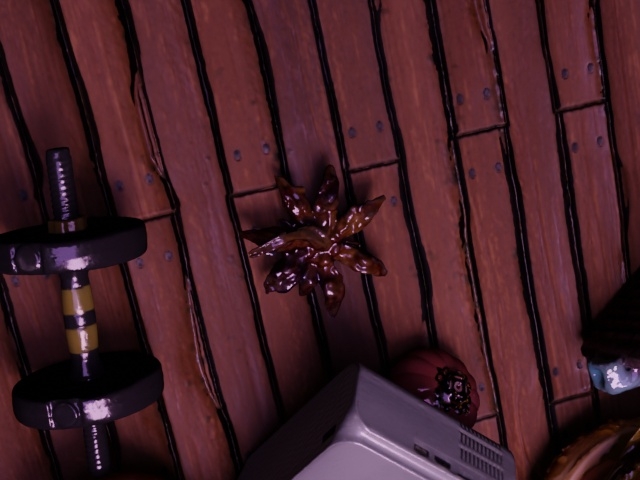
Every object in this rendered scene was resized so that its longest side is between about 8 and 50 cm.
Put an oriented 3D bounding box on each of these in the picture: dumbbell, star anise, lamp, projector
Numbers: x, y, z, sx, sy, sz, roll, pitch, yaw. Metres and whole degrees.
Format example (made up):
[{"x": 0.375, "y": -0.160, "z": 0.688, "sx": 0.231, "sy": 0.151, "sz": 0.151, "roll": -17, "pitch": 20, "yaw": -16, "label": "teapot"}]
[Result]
[{"x": -0.230, "y": 0.074, "z": 0.743, "sx": 0.143, "sy": 0.143, "sz": 0.325, "roll": -6, "pitch": 101, "yaw": -9, "label": "dumbbell"}, {"x": 0.000, "y": 0.001, "z": 0.820, "sx": 0.168, "sy": 0.057, "sz": 0.167, "roll": -4, "pitch": 102, "yaw": -20, "label": "star anise"}, {"x": 0.124, "y": 0.171, "z": 0.852, "sx": 0.108, "sy": 0.092, "sz": 0.107, "roll": 14, "pitch": 59, "yaw": -25, "label": "lamp"}, {"x": 0.046, "y": 0.259, "z": 0.799, "sx": 0.198, "sy": 0.108, "sz": 0.250, "roll": 31, "pitch": 124, "yaw": -14, "label": "projector"}]

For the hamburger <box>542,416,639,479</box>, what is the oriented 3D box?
[{"x": 0.374, "y": 0.335, "z": 0.861, "sx": 0.291, "sy": 0.225, "sz": 0.290, "roll": -2, "pitch": 96, "yaw": -16, "label": "hamburger"}]

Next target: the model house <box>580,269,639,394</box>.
[{"x": 0.437, "y": 0.121, "z": 0.787, "sx": 0.249, "sy": 0.280, "sz": 0.229, "roll": -23, "pitch": 92, "yaw": -13, "label": "model house"}]

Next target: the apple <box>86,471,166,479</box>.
[{"x": -0.191, "y": 0.348, "z": 0.780, "sx": 0.211, "sy": 0.173, "sz": 0.234, "roll": 15, "pitch": 113, "yaw": 15, "label": "apple"}]
